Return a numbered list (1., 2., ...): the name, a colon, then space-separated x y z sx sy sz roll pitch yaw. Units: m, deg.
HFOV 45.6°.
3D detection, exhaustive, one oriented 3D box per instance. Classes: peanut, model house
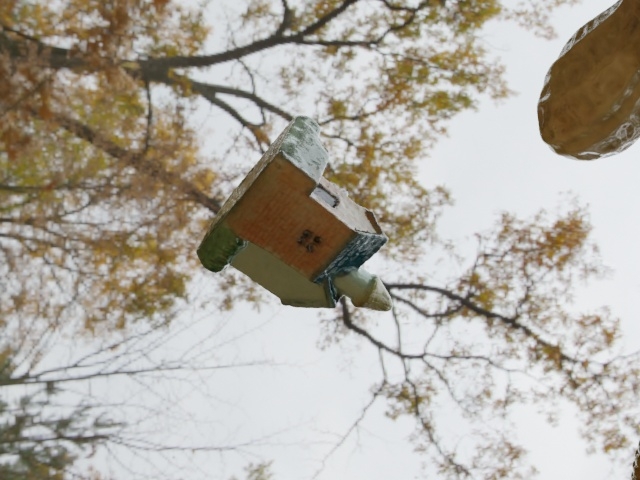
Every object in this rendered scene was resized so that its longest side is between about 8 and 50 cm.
1. peanut: 0.322 -0.204 0.735 0.298 0.120 0.136 -55 -156 39
2. model house: 0.000 0.000 1.288 0.267 0.325 0.194 -46 -168 31

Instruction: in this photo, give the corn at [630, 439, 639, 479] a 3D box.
1. corn: 0.354 0.335 0.744 0.120 0.120 0.364 8 -89 57
